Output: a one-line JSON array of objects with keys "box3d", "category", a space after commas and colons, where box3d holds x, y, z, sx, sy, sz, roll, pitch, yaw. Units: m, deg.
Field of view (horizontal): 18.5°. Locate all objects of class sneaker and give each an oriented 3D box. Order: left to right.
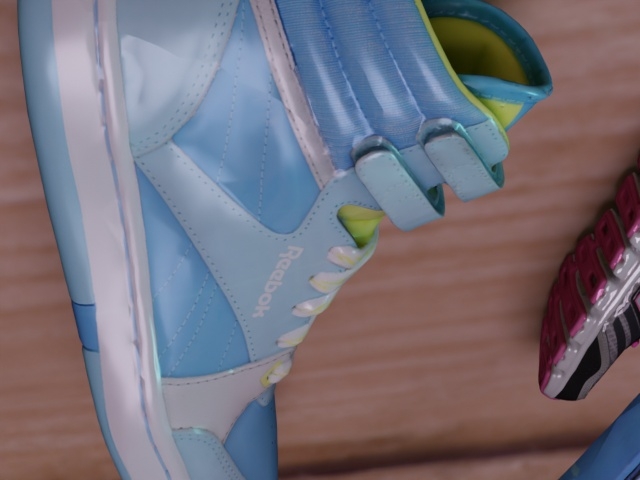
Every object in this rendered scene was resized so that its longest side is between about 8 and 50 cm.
[{"box3d": [0.000, 0.000, 0.844, 0.208, 0.127, 0.319, -7, 127, 3], "category": "sneaker"}, {"box3d": [0.161, 0.014, 0.901, 0.075, 0.063, 0.170, 24, 116, -12], "category": "sneaker"}]

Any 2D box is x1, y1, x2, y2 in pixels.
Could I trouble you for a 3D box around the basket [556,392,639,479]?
[{"box3d": [0.215, 0.148, 0.915, 0.289, 0.201, 0.255, 24, 122, -31], "category": "basket"}]
